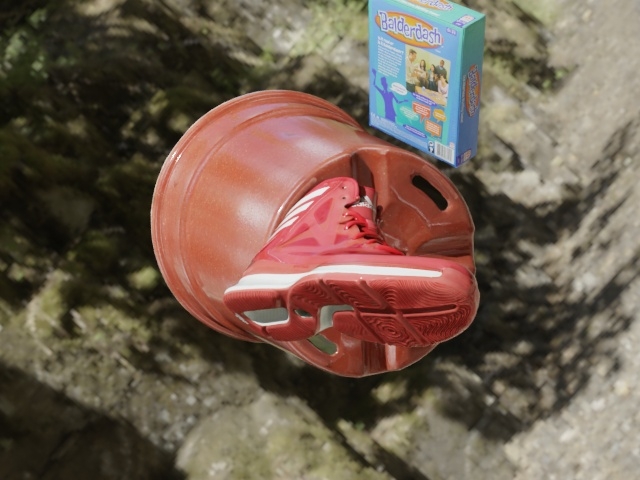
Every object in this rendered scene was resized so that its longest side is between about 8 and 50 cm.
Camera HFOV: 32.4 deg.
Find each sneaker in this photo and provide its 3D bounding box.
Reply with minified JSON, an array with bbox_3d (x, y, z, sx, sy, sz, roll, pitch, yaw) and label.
[{"bbox_3d":[0.030,0.001,0.776,0.221,0.087,0.128,-2,52,43],"label":"sneaker"}]

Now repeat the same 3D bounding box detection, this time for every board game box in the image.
[{"bbox_3d":[0.135,-0.219,1.442,0.047,0.160,0.210,-35,-40,-32],"label":"board game box"}]

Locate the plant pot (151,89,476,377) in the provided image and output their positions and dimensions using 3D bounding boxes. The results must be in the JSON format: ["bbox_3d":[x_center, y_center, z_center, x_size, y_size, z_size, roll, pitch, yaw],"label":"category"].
[{"bbox_3d":[0.000,0.000,1.048,0.272,0.272,0.265,-48,22,-6],"label":"plant pot"}]
